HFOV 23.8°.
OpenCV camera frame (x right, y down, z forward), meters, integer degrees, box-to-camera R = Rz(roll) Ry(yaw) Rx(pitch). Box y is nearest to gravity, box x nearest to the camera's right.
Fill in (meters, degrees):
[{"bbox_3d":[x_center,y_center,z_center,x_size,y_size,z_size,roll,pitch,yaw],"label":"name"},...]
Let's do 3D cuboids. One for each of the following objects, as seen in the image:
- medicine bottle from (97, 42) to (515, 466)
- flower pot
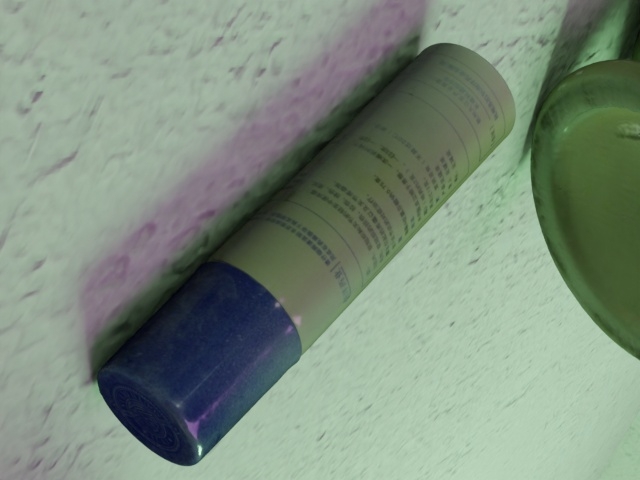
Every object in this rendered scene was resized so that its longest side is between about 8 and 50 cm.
[{"bbox_3d":[0.000,0.000,0.665,0.231,0.059,0.059,-45,158,-29],"label":"medicine bottle"},{"bbox_3d":[0.286,-0.054,0.976,0.244,0.307,0.307,-26,148,-28],"label":"flower pot"}]
